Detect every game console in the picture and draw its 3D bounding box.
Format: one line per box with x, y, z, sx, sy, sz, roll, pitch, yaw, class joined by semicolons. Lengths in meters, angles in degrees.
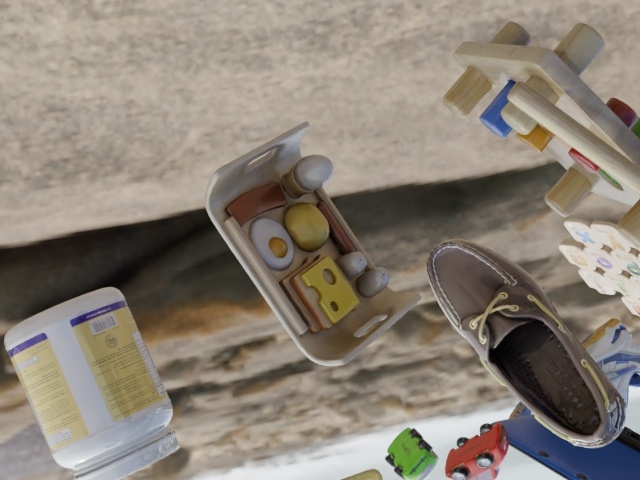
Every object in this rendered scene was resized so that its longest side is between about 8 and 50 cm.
0.404;0.351;1.520;0.173;0.250;0.293;-34;-145;-22;game console

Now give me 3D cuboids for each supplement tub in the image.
-0.422;0.279;2.087;0.241;0.331;0.241;-24;177;-1;supplement tub

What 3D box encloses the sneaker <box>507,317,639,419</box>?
0.419;0.245;1.754;0.296;0.131;0.112;-35;170;-28;sneaker

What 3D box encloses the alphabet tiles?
0.534;0.053;1.850;0.278;0.021;0.284;46;159;-29;alphabet tiles

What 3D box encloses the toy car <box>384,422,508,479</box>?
0.148;0.318;1.498;0.239;0.053;0.225;-48;-163;1;toy car

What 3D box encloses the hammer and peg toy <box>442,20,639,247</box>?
0.284;-0.118;1.165;0.127;0.266;0.361;-49;-164;0;hammer and peg toy

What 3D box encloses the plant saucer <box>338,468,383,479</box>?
-0.031;0.597;2.010;0.333;0.332;0.081;-14;-166;-23;plant saucer

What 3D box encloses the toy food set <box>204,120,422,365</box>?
0.000;0.000;1.530;0.092;0.306;0.220;-33;-178;41;toy food set

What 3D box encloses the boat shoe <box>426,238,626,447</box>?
0.240;0.117;1.352;0.116;0.324;0.097;-43;160;10;boat shoe
